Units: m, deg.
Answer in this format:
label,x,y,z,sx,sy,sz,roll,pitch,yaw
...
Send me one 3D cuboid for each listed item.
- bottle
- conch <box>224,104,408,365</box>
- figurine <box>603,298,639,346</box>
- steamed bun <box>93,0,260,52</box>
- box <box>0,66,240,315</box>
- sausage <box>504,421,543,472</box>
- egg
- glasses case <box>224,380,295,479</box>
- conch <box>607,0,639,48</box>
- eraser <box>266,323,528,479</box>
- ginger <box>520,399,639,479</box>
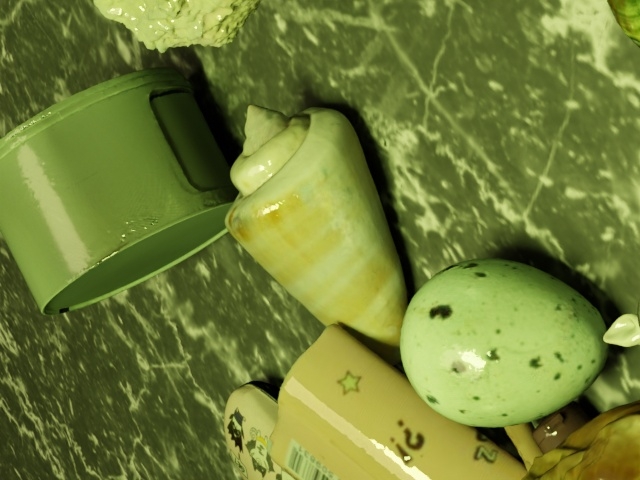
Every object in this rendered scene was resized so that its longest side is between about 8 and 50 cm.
label,x,y,z,sx,sy,sz,roll,pitch,yaw
bottle,0.224,0.196,1.139,0.164,0.060,0.060,53,146,20
conch,-0.010,0.003,1.288,0.158,0.127,0.255,-19,95,57
figurine,0.256,0.035,0.989,0.146,0.081,0.098,9,74,59
steamed bun,-0.052,-0.264,1.135,0.170,0.200,0.225,26,145,-11
box,-0.196,-0.046,1.436,0.149,0.226,0.226,62,148,6
sausage,0.157,0.144,1.206,0.026,0.026,0.116,108,146,-47
egg,0.139,0.077,1.131,0.164,0.131,0.131,2,113,30
glasses case,0.009,0.243,1.465,0.314,0.075,0.122,33,137,41
conch,0.234,-0.168,0.822,0.181,0.124,0.187,47,136,22
eraser,0.092,0.217,1.266,0.290,0.087,0.171,36,142,22
ginger,0.241,0.167,0.974,0.321,0.165,0.172,-8,130,50
